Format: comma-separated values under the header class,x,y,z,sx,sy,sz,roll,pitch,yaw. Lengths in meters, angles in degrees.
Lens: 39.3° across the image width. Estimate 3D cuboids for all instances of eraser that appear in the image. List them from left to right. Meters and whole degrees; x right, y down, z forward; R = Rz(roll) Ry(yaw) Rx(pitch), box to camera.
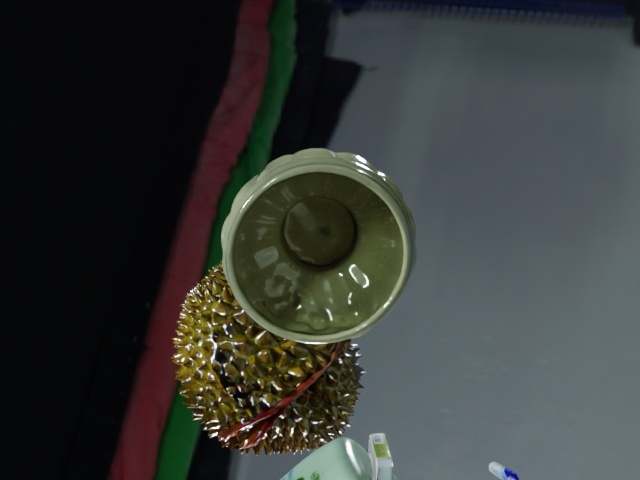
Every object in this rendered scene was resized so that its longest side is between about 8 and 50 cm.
class,x,y,z,sx,sy,sz,roll,pitch,yaw
eraser,0.063,0.233,0.928,0.083,0.019,0.038,-105,15,-79

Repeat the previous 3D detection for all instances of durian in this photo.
class,x,y,z,sx,sy,sz,roll,pitch,yaw
durian,-0.096,0.214,1.622,0.348,0.384,0.347,-36,-31,-25

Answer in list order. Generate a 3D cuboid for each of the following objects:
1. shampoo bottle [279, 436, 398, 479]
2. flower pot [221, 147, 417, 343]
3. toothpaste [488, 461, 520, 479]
class,x,y,z,sx,sy,sz,roll,pitch,yaw
shampoo bottle,-0.049,0.391,0.992,0.151,0.349,0.222,44,-173,-34
flower pot,0.000,0.000,1.422,0.244,0.307,0.307,-87,1,-76
toothpaste,0.222,0.281,1.068,0.083,0.015,0.024,167,81,-80
